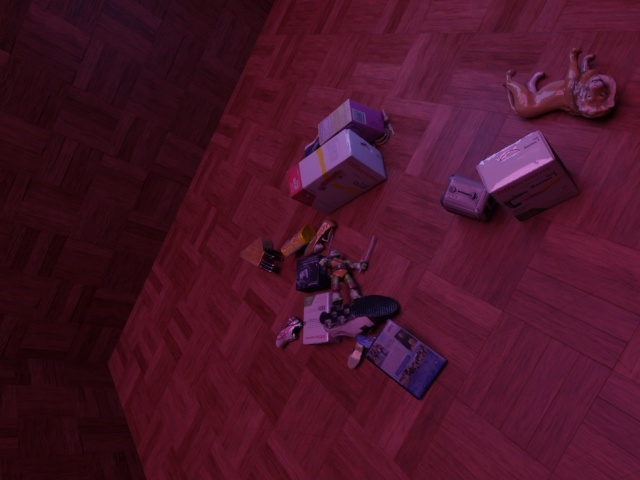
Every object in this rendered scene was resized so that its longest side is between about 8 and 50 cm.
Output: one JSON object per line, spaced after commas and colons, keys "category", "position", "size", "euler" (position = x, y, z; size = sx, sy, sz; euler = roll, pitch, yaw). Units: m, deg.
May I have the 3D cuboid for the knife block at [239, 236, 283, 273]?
{"category": "knife block", "position": [-0.332, 0.118, 2.297], "size": [0.275, 0.088, 0.242], "euler": [-34, 52, 31]}

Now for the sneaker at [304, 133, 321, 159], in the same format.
{"category": "sneaker", "position": [-0.008, -0.484, 2.205], "size": [0.226, 0.086, 0.164], "euler": [-35, 40, 43]}

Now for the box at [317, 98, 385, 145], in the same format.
{"category": "box", "position": [0.144, -0.535, 1.953], "size": [0.242, 0.213, 0.118], "euler": [-24, 65, 49]}

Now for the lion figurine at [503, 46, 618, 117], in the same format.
{"category": "lion figurine", "position": [0.798, -0.500, 1.399], "size": [0.392, 0.142, 0.241], "euler": [-2, 79, 59]}

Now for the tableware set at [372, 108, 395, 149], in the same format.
{"category": "tableware set", "position": [0.277, -0.552, 1.992], "size": [0.128, 0.039, 0.194], "euler": [-35, 52, 30]}

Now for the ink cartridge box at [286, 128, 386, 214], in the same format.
{"category": "ink cartridge box", "position": [0.073, -0.309, 1.921], "size": [0.384, 0.279, 0.161], "euler": [-30, 55, 34]}

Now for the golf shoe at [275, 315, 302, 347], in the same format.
{"category": "golf shoe", "position": [-0.157, 0.463, 1.996], "size": [0.186, 0.067, 0.086], "euler": [-56, 45, 12]}

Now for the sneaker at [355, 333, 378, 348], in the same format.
{"category": "sneaker", "position": [0.244, 0.401, 1.611], "size": [0.221, 0.083, 0.087], "euler": [7, 67, 31]}

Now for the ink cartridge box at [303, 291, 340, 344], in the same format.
{"category": "ink cartridge box", "position": [0.006, 0.361, 1.853], "size": [0.160, 0.092, 0.220], "euler": [-18, 62, 40]}

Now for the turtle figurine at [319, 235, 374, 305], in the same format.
{"category": "turtle figurine", "position": [0.103, 0.130, 1.777], "size": [0.274, 0.197, 0.267], "euler": [-33, 57, 36]}

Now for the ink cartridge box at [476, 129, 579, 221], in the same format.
{"category": "ink cartridge box", "position": [0.656, -0.192, 1.286], "size": [0.201, 0.278, 0.117], "euler": [-31, 53, 33]}

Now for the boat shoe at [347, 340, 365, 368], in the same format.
{"category": "boat shoe", "position": [0.155, 0.472, 1.699], "size": [0.048, 0.042, 0.133], "euler": [24, 91, 27]}

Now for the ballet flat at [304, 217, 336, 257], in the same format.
{"category": "ballet flat", "position": [0.000, 0.000, 2.024], "size": [0.073, 0.080, 0.233], "euler": [36, 103, 27]}

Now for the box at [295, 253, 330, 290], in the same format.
{"category": "box", "position": [-0.035, 0.163, 1.977], "size": [0.155, 0.093, 0.159], "euler": [-17, 63, 40]}

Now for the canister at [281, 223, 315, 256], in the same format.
{"category": "canister", "position": [-0.117, 0.004, 2.111], "size": [0.169, 0.073, 0.126], "euler": [-36, 15, 33]}

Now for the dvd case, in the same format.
{"category": "dvd case", "position": [0.307, 0.434, 1.501], "size": [0.252, 0.022, 0.181], "euler": [35, 101, 22]}

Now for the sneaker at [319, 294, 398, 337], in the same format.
{"category": "sneaker", "position": [0.173, 0.328, 1.700], "size": [0.330, 0.146, 0.123], "euler": [-15, 35, 17]}

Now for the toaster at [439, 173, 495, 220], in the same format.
{"category": "toaster", "position": [0.533, -0.145, 1.461], "size": [0.146, 0.227, 0.129], "euler": [26, 94, 30]}
